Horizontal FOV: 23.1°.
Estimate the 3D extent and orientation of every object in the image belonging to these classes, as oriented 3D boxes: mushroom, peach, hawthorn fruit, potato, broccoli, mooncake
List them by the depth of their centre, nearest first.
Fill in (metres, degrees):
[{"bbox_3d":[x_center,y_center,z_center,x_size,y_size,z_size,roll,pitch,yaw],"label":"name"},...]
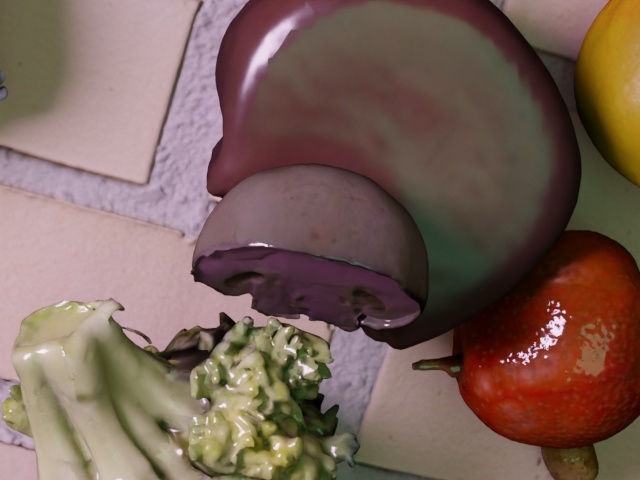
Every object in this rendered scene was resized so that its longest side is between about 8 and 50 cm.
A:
[{"bbox_3d":[0.000,0.000,1.243,0.188,0.141,0.117,15,77,4],"label":"mushroom"},{"bbox_3d":[-0.168,0.172,1.294,0.348,0.293,0.281,-40,127,-32],"label":"broccoli"},{"bbox_3d":[0.062,-0.078,1.369,0.325,0.174,0.334,10,106,-9],"label":"mooncake"},{"bbox_3d":[0.342,-0.143,1.403,0.230,0.231,0.231,-2,101,-12],"label":"peach"},{"bbox_3d":[0.195,0.098,1.430,0.225,0.196,0.197,-11,103,4],"label":"hawthorn fruit"},{"bbox_3d":[0.242,0.207,1.533,0.051,0.040,0.083,-15,111,14],"label":"potato"}]

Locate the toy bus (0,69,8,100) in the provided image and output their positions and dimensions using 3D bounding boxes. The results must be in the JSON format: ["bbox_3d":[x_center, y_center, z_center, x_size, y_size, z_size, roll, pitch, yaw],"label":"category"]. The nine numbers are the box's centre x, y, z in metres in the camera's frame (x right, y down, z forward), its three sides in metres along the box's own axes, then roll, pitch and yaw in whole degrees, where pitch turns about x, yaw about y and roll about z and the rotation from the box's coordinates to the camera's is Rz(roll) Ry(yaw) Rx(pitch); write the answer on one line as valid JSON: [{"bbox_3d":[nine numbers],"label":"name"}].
[{"bbox_3d":[-0.399,-0.183,1.245,0.294,0.197,0.232,-20,115,-10],"label":"toy bus"}]
